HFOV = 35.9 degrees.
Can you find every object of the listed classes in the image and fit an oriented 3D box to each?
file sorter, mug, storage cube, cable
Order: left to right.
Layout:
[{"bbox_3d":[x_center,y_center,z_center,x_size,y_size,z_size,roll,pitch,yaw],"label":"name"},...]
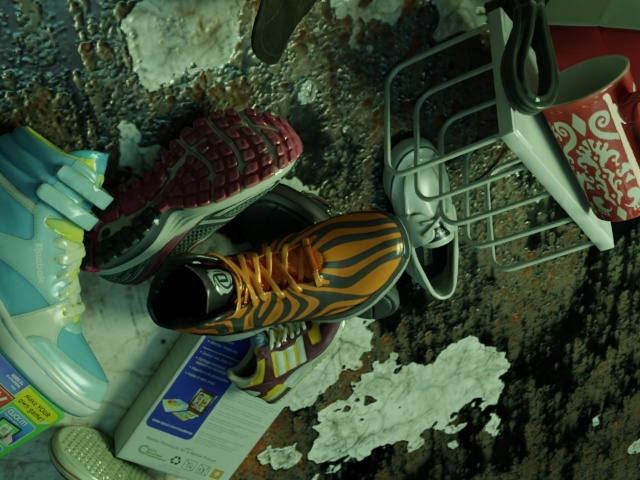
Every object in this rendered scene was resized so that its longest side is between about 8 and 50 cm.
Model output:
[{"bbox_3d":[0.225,-0.109,1.249,0.173,0.192,0.278,-21,140,31],"label":"file sorter"},{"bbox_3d":[0.220,-0.281,1.118,0.139,0.072,0.287,-11,89,-36],"label":"cable"},{"bbox_3d":[0.336,-0.109,1.138,0.113,0.150,0.169,-29,112,1],"label":"mug"},{"bbox_3d":[0.410,-0.265,1.213,0.193,0.184,0.215,45,70,-42],"label":"storage cube"}]

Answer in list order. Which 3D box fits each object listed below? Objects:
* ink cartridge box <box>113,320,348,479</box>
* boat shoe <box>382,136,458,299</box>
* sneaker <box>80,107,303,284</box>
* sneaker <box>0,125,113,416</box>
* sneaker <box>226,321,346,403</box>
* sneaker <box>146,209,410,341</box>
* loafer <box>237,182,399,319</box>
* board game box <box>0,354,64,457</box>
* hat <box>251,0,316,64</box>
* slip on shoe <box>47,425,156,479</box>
[{"bbox_3d":[-0.120,0.181,1.375,0.176,0.069,0.371,27,111,-28],"label":"ink cartridge box"},{"bbox_3d":[0.154,-0.026,1.366,0.095,0.084,0.258,-26,133,-8],"label":"boat shoe"},{"bbox_3d":[-0.153,-0.051,1.171,0.299,0.121,0.112,-29,151,13],"label":"sneaker"},{"bbox_3d":[-0.279,0.018,1.069,0.208,0.127,0.319,-35,98,-7],"label":"sneaker"},{"bbox_3d":[-0.044,0.134,1.294,0.084,0.069,0.185,31,105,-30],"label":"sneaker"},{"bbox_3d":[-0.060,0.050,1.151,0.321,0.124,0.180,-24,167,21],"label":"sneaker"},{"bbox_3d":[0.000,0.000,1.319,0.109,0.095,0.302,-21,136,31],"label":"loafer"},{"bbox_3d":[-0.489,0.176,1.206,0.213,0.046,0.317,-31,133,-2],"label":"board game box"},{"bbox_3d":[-0.048,-0.342,0.953,0.134,0.331,0.331,25,117,5],"label":"hat"},{"bbox_3d":[-0.294,0.373,1.417,0.101,0.123,0.331,-31,138,1],"label":"slip on shoe"}]
